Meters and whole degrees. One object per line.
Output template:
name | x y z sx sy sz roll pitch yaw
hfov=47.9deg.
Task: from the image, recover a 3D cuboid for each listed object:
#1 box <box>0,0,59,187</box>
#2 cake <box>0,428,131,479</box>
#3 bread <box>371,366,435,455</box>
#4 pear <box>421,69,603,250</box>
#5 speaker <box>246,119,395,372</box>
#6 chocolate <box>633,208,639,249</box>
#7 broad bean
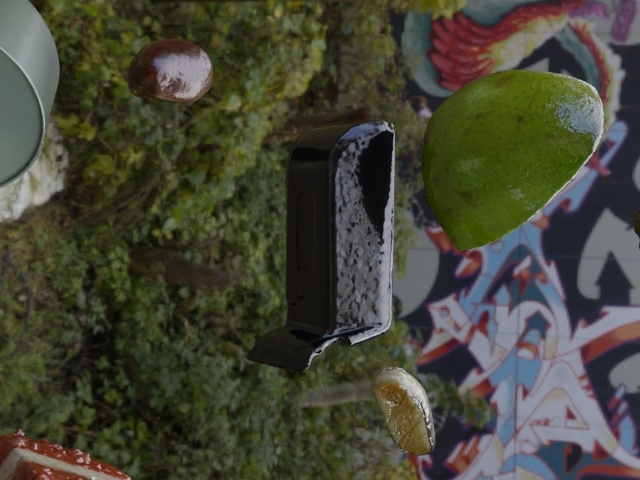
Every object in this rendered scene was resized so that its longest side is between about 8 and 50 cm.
box | -0.425 -0.183 0.828 0.149 0.226 0.226 -103 -173 -49
cake | -0.409 0.499 1.121 0.269 0.319 0.270 37 77 -41
bread | 0.124 0.242 1.038 0.053 0.073 0.214 -83 158 -44
pear | 0.271 -0.152 1.024 0.139 0.239 0.288 40 55 -32
speaker | 0.000 0.000 1.149 0.184 0.180 0.388 1 89 -44
chocolate | 0.632 0.043 1.272 0.093 0.148 0.214 -31 -139 44
broad bean | -0.246 -0.285 1.211 0.165 0.084 0.114 -13 92 -51
